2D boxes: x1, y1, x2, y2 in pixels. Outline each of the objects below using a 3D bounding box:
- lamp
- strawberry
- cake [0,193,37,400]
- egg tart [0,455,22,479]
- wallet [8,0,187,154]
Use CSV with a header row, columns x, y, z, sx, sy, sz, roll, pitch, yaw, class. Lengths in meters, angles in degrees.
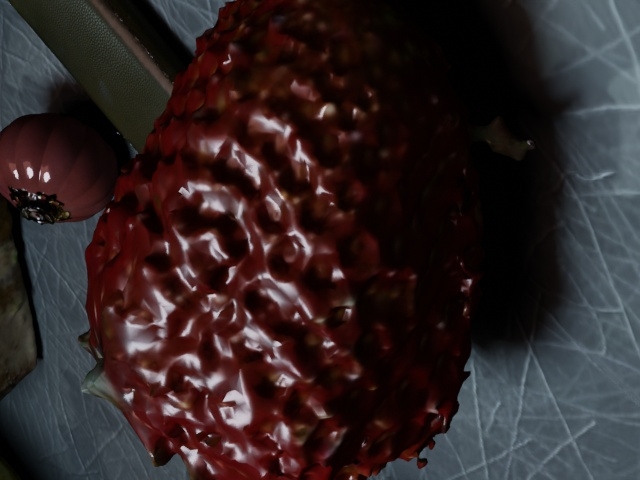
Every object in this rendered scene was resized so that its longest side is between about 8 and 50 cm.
x,y,z,sx,sy,sz,roll,pitch,yaw,class
-0.218,-0.059,1.466,0.107,0.092,0.107,12,154,6,lamp
0.002,0.001,1.154,0.292,0.292,0.343,44,129,13,strawberry
-0.388,0.080,1.694,0.196,0.199,0.293,20,137,30,cake
-0.407,0.308,1.805,0.120,0.315,0.315,-36,90,24,egg tart
-0.166,-0.153,1.380,0.198,0.031,0.110,50,145,5,wallet
